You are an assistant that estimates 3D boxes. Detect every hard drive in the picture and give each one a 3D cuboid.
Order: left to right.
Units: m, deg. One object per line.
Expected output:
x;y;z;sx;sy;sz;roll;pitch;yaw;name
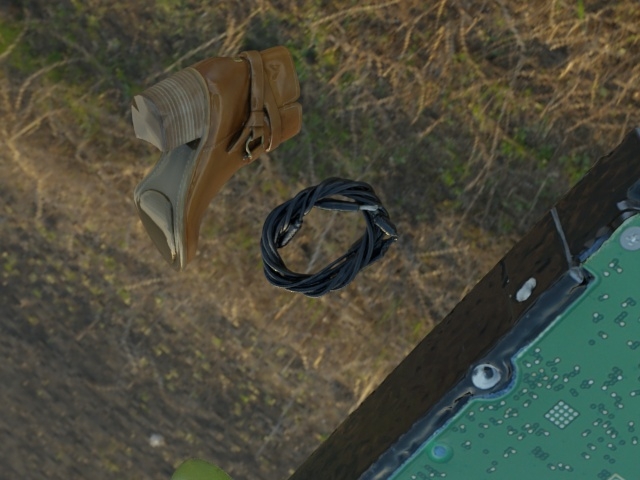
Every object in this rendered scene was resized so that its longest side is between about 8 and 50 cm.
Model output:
0.102;0.149;0.420;0.237;0.064;0.339;35;114;-12;hard drive

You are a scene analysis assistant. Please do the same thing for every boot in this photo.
-0.127;-0.107;1.265;0.109;0.220;0.283;31;136;38;boot

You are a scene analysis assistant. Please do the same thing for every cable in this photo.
0.000;0.000;1.260;0.184;0.047;0.150;-30;128;16;cable

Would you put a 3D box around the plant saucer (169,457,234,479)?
-0.121;0.370;1.134;0.241;0.037;0.241;25;124;45;plant saucer
